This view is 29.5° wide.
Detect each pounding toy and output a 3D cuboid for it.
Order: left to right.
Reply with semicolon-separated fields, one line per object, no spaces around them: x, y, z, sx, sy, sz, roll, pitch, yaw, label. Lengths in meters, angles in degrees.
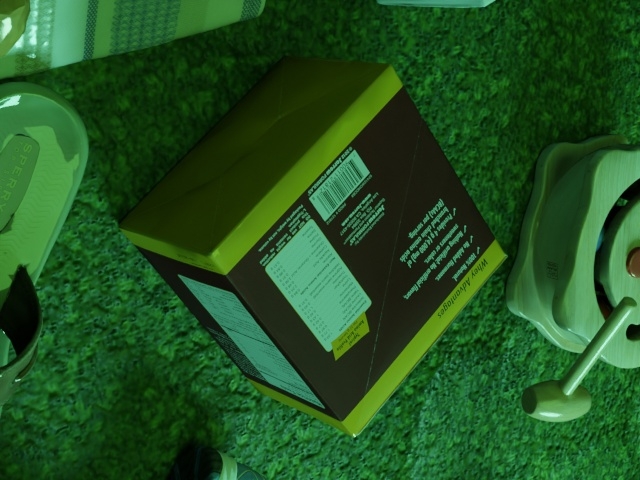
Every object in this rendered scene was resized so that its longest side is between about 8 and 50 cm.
0.276;0.039;1.095;0.154;0.155;0.269;12;92;-33;pounding toy

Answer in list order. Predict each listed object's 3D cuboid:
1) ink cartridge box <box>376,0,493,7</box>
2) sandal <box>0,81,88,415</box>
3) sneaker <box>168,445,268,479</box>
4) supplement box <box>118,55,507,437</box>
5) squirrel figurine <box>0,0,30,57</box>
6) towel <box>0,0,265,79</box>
0.126;-0.273;0.934;0.176;0.127;0.128;-36;118;-27;ink cartridge box
-0.225;0.043;0.765;0.120;0.086;0.302;19;88;-38;sandal
-0.092;0.266;0.917;0.081;0.080;0.211;24;86;-35;sneaker
0.000;0.000;0.898;0.191;0.129;0.194;-48;123;-19;supplement box
-0.346;-0.161;0.503;0.281;0.370;0.396;-12;78;-34;squirrel figurine
-0.139;-0.201;0.761;0.285;0.034;0.209;-20;143;-31;towel
